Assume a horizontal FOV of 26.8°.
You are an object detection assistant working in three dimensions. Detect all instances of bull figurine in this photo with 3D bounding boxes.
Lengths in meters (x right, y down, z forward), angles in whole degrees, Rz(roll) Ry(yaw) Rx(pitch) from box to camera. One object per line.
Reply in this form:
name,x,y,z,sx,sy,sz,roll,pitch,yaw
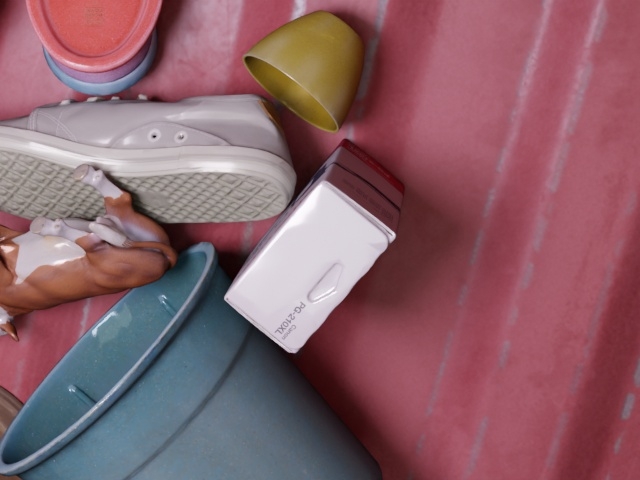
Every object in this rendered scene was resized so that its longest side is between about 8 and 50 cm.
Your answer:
bull figurine,-0.321,0.021,1.537,0.310,0.101,0.188,-17,142,19

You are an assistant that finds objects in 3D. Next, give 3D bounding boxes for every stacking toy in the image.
stacking toy,-0.320,-0.307,1.523,0.309,0.130,0.279,10,78,0

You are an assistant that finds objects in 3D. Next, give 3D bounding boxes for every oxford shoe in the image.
oxford shoe,-0.240,-0.103,1.540,0.449,0.169,0.130,1,62,14

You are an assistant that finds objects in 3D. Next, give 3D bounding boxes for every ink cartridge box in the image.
ink cartridge box,0.000,0.000,1.474,0.100,0.237,0.172,39,105,-5

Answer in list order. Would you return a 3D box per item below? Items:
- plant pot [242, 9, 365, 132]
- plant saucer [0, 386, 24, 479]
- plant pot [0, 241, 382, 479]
plant pot,-0.005,-0.198,1.491,0.134,0.134,0.095,39,81,-4
plant saucer,-0.477,0.299,1.711,0.278,0.041,0.278,2,105,7
plant pot,-0.129,0.236,1.524,0.341,0.341,0.334,-40,106,14
